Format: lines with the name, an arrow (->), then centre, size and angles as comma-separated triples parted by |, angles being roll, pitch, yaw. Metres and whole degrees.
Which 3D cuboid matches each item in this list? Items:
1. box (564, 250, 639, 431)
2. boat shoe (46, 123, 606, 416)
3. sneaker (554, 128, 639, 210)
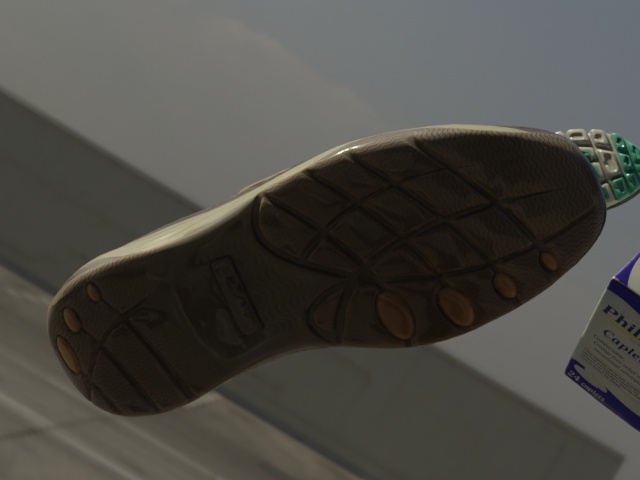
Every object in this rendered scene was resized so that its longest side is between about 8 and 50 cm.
box -> 0.246, 0.044, 1.022 | 0.072, 0.126, 0.137 | 40, -28, 18
boat shoe -> 0.000, 0.000, 0.936 | 0.130, 0.355, 0.132 | -64, 137, -69
sneaker -> 0.156, -0.031, 1.059 | 0.166, 0.065, 0.076 | -15, -19, 23
